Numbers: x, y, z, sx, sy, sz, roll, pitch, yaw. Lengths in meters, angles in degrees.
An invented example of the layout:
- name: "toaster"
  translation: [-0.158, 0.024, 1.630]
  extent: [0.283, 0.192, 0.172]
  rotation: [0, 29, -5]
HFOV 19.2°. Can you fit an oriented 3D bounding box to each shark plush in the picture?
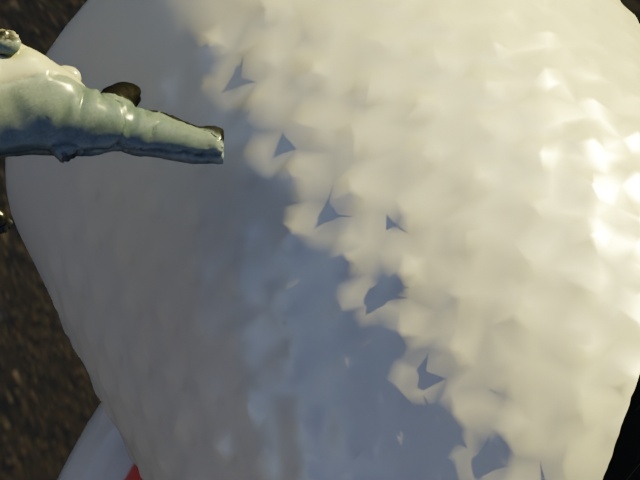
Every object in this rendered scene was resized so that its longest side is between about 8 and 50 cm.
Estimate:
- name: "shark plush"
  translation: [-0.116, -0.031, 0.640]
  extent: [0.161, 0.073, 0.067]
  rotation: [5, 72, -19]

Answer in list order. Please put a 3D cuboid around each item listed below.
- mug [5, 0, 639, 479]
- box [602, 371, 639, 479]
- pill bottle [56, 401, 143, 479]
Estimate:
- name: "mug"
  translation: [0.100, 0.042, 0.795]
  extent: [0.374, 0.328, 0.276]
  rotation: [-12, 146, -30]
- name: "box"
  translation: [0.178, -0.025, 0.407]
  extent: [0.103, 0.184, 0.261]
  rotation: [38, 113, 5]
- name: "pill bottle"
  translation: [0.018, 0.188, 0.982]
  extent: [0.323, 0.181, 0.181]
  rotation: [29, 96, 2]
